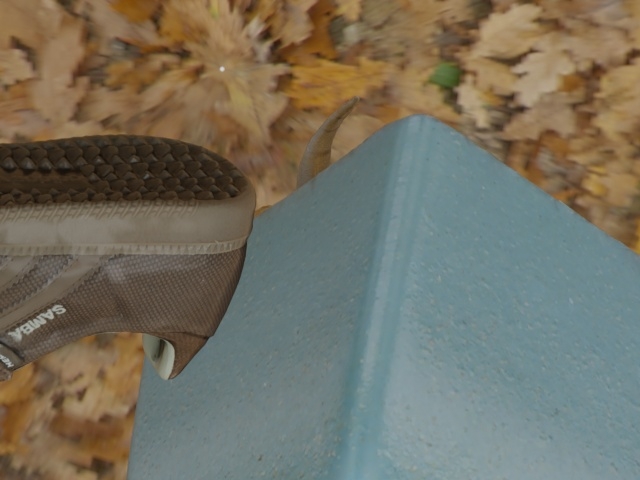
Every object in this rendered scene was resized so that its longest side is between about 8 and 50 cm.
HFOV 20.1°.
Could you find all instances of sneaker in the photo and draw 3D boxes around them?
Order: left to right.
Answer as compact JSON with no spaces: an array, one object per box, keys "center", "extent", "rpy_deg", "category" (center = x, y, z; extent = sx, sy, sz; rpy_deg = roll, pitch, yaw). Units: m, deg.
[{"center":[-0.108,0.011,0.482],"extent":[0.188,0.066,0.071],"rpy_deg":[2,117,-24],"category":"sneaker"}]

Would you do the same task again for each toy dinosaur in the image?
[{"center":[0.000,0.000,1.046],"extent":[0.112,0.064,0.211],"rpy_deg":[-6,122,18],"category":"toy dinosaur"}]

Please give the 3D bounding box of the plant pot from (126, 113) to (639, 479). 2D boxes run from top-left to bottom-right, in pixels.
[{"center":[0.044,0.137,0.915],"extent":[0.247,0.248,0.252],"rpy_deg":[32,50,-22],"category":"plant pot"}]
